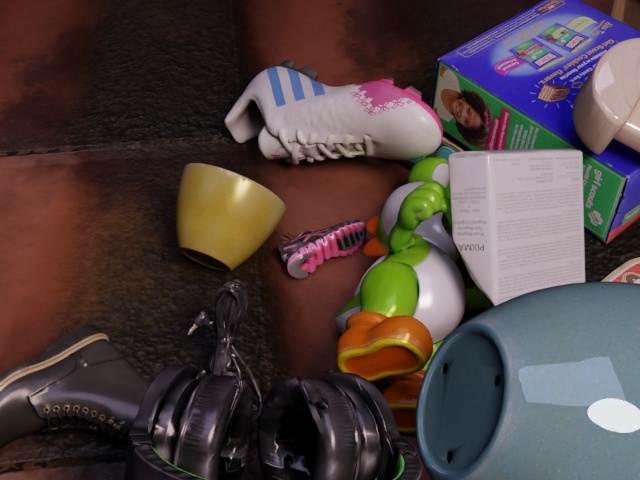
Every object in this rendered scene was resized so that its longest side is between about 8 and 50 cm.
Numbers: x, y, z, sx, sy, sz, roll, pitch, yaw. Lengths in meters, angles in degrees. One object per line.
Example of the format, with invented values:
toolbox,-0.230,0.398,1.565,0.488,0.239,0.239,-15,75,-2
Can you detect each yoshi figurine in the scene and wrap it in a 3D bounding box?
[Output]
yoshi figurine,0.148,0.025,1.109,0.203,0.203,0.362,20,45,-3

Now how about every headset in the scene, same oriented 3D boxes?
headset,-0.054,0.154,0.901,0.244,0.185,0.394,5,6,-15

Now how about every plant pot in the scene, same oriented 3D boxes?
plant pot,0.198,0.159,0.852,0.196,0.290,0.290,17,41,-23
plant pot,-0.120,-0.019,1.193,0.134,0.134,0.095,17,74,16

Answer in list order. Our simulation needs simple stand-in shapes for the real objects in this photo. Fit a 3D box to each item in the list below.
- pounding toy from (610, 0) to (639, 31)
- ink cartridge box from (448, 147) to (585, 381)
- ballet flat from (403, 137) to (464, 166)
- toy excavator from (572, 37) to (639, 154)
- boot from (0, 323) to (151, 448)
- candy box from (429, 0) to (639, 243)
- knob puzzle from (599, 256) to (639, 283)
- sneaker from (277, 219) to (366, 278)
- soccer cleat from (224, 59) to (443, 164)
pounding toy,0.517,-0.341,1.482,0.100,0.141,0.130,-22,50,-20
ink cartridge box,0.216,0.018,1.068,0.066,0.232,0.189,5,8,43
ballet flat,0.161,-0.109,1.312,0.067,0.073,0.206,-16,48,-43
toy excavator,0.577,-0.112,1.140,0.445,0.222,0.433,-29,74,-17
boot,-0.261,0.182,1.026,0.137,0.076,0.198,34,56,22
candy box,0.353,-0.179,1.338,0.268,0.122,0.317,-31,53,-28
knob puzzle,0.415,0.075,1.155,0.213,0.030,0.213,0,46,0
sneaker,0.000,0.000,1.223,0.119,0.047,0.057,-24,39,-23
soccer cleat,0.009,-0.141,1.290,0.331,0.116,0.143,21,60,45
